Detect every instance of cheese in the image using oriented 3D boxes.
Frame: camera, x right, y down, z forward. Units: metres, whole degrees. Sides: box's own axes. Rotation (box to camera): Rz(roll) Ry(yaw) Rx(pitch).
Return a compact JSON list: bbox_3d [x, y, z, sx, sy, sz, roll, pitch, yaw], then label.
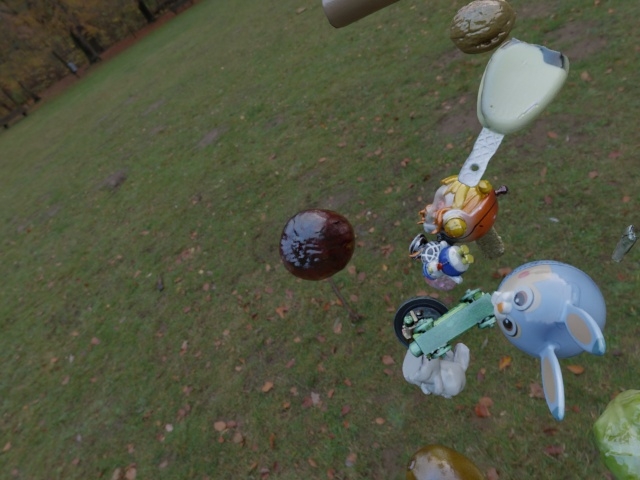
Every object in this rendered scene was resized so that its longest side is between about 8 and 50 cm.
[{"bbox_3d":[0.309,-0.210,0.697,0.127,0.054,0.251,30,99,22],"label":"cheese"}]

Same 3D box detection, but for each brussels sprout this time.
[{"bbox_3d":[0.927,0.577,1.136,0.247,0.328,0.328,-14,37,48],"label":"brussels sprout"}]

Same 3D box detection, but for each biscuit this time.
[{"bbox_3d":[0.565,-0.007,1.375,0.082,0.168,0.070,-32,30,13],"label":"biscuit"}]

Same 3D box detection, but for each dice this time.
[{"bbox_3d":[0.451,0.131,1.513,0.093,0.091,0.094,-127,51,-69],"label":"dice"}]

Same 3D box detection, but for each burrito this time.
[{"bbox_3d":[1.012,0.014,1.350,0.042,0.171,0.051,8,58,17],"label":"burrito"}]

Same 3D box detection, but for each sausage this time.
[{"bbox_3d":[0.126,-0.710,1.161,0.253,0.123,0.123,4,48,47],"label":"sausage"}]

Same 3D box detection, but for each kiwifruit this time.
[{"bbox_3d":[0.362,0.712,1.188,0.234,0.196,0.196,24,55,6],"label":"kiwifruit"}]

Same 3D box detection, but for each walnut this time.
[{"bbox_3d":[0.485,-0.642,1.211,0.184,0.155,0.155,0,46,33],"label":"walnut"}]

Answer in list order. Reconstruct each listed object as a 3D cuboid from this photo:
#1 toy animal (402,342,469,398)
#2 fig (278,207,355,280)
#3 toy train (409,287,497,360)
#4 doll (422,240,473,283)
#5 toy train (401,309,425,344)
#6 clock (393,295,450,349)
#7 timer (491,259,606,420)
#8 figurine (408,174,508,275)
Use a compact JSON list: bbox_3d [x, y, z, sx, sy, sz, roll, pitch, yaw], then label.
[{"bbox_3d":[0.362,0.390,1.266,0.127,0.193,0.178,136,147,-63],"label":"toy animal"},{"bbox_3d":[-0.003,0.004,1.274,0.263,0.223,0.224,-21,30,-25],"label":"fig"},{"bbox_3d":[0.334,0.212,1.016,0.253,0.157,0.105,-35,70,3],"label":"toy train"},{"bbox_3d":[0.272,0.053,0.887,0.058,0.098,0.143,-11,-15,-31],"label":"doll"},{"bbox_3d":[0.310,0.284,1.337,0.087,0.137,0.050,-20,41,-1],"label":"toy train"},{"bbox_3d":[0.386,0.313,1.521,0.226,0.226,0.049,-20,10,16],"label":"clock"},{"bbox_3d":[0.335,0.122,0.620,0.175,0.175,0.255,4,16,39],"label":"timer"},{"bbox_3d":[0.406,-0.058,1.224,0.323,0.196,0.320,-61,4,10],"label":"figurine"}]
